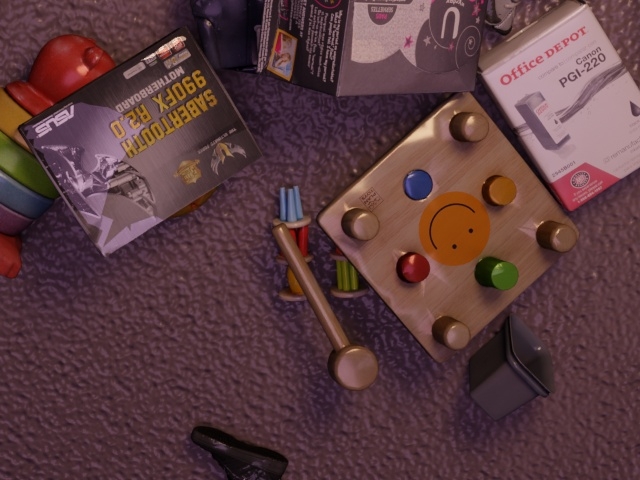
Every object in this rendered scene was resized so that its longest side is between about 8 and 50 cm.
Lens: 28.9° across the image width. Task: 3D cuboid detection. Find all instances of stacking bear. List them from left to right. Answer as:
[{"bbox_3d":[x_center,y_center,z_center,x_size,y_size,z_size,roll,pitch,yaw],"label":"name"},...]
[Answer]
[{"bbox_3d":[-0.357,-0.125,1.534,0.164,0.175,0.289,38,92,-18],"label":"stacking bear"}]

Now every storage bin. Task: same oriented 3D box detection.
[{"bbox_3d":[0.251,0.177,1.645,0.091,0.135,0.098,-41,103,21],"label":"storage bin"}]

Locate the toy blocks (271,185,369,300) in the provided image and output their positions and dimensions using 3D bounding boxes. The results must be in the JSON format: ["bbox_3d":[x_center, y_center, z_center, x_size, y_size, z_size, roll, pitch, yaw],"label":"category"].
[{"bbox_3d":[0.000,0.000,1.623,0.123,0.054,0.148,-4,105,1],"label":"toy blocks"}]

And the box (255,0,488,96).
[{"bbox_3d":[0.068,-0.260,1.441,0.247,0.142,0.163,-9,113,-46],"label":"box"}]

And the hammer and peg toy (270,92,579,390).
[{"bbox_3d":[0.120,0.015,1.553,0.361,0.127,0.266,-41,103,-5],"label":"hammer and peg toy"}]

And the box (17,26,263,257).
[{"bbox_3d":[-0.212,-0.117,1.474,0.231,0.056,0.183,-33,104,-10],"label":"box"}]

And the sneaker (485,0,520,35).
[{"bbox_3d":[0.264,-0.317,1.534,0.228,0.086,0.132,9,110,7],"label":"sneaker"}]

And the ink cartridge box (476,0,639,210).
[{"bbox_3d":[0.315,-0.172,1.563,0.158,0.092,0.218,-34,102,7],"label":"ink cartridge box"}]

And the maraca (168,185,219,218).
[{"bbox_3d":[-0.212,-0.078,1.566,0.185,0.099,0.127,-17,127,-8],"label":"maraca"}]

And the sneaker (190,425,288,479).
[{"bbox_3d":[-0.111,0.324,1.712,0.170,0.051,0.089,22,99,-11],"label":"sneaker"}]

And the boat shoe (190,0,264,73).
[{"bbox_3d":[-0.090,-0.357,1.478,0.158,0.127,0.340,-8,109,-3],"label":"boat shoe"}]
